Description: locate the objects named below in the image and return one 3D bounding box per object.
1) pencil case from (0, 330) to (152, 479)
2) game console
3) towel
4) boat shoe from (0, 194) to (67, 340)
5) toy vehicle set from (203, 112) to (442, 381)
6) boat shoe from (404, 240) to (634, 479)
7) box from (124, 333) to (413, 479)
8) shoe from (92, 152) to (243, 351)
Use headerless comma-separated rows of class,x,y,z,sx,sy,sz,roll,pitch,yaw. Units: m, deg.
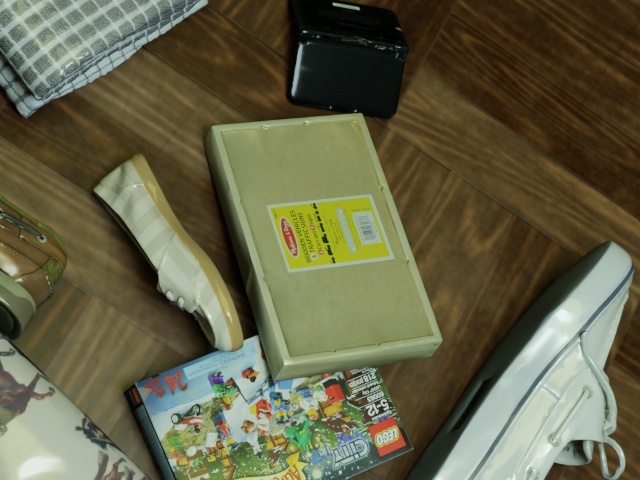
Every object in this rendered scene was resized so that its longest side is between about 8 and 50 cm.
pencil case,-0.310,0.162,1.365,0.183,0.160,0.410,-45,93,-6
game console,0.023,-0.194,1.700,0.122,0.071,0.107,7,41,-20
towel,-0.236,-0.288,1.565,0.284,0.121,0.235,-39,91,-28
boat shoe,-0.366,-0.039,1.448,0.307,0.111,0.104,40,55,-15
toy vehicle set,0.000,0.000,1.579,0.166,0.035,0.267,-6,62,-23
boat shoe,0.231,0.175,1.594,0.156,0.136,0.367,40,66,-5
box,-0.047,0.170,1.533,0.233,0.044,0.159,-21,81,-26
shoe,-0.142,0.019,1.526,0.058,0.076,0.219,-28,70,-13
